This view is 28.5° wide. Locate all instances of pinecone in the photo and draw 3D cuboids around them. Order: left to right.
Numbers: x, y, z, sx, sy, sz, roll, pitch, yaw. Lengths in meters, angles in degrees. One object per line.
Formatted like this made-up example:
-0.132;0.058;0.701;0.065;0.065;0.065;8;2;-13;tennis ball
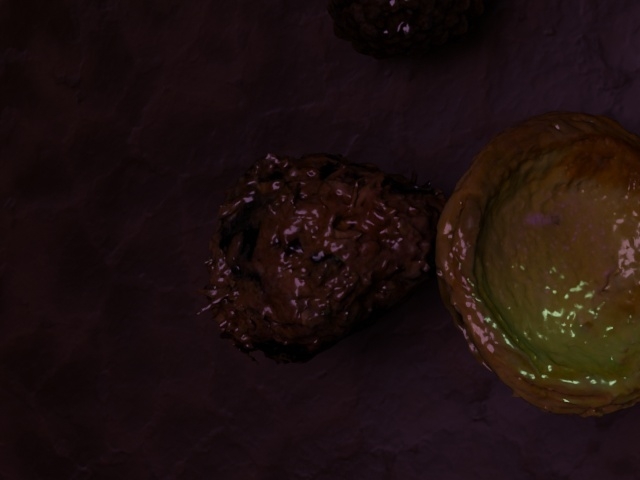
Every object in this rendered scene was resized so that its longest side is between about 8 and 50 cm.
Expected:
0.086;-0.288;1.273;0.184;0.179;0.204;-15;52;11;pinecone

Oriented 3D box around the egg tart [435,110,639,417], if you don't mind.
0.225;0.022;1.175;0.294;0.123;0.294;5;74;-19;egg tart

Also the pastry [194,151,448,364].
0.000;0.000;1.232;0.275;0.275;0.193;-35;89;16;pastry
